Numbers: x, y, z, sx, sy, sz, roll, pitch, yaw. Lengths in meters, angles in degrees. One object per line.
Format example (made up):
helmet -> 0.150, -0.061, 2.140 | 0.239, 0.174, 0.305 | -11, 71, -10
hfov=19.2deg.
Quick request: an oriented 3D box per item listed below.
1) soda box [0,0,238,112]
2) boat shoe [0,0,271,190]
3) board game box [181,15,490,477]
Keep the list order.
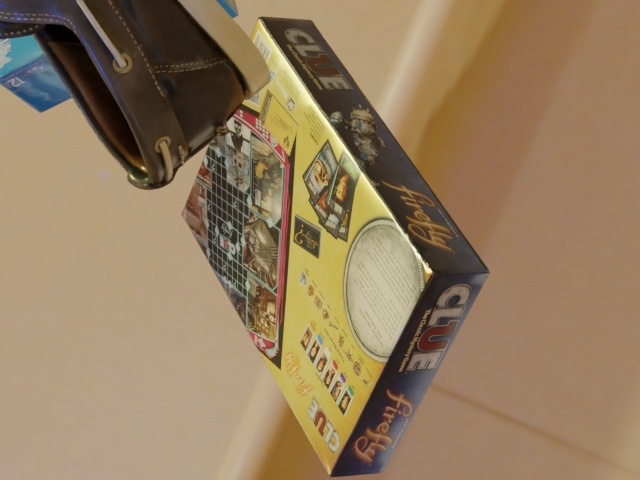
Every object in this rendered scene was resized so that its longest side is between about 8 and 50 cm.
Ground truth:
soda box -> -0.182, -0.192, 1.636 | 0.071, 0.210, 0.067 | 39, -147, -54
boat shoe -> -0.120, -0.117, 0.751 | 0.079, 0.233, 0.084 | -47, 25, -7
board game box -> 0.000, 0.000, 1.155 | 0.243, 0.042, 0.165 | 58, 136, 39
